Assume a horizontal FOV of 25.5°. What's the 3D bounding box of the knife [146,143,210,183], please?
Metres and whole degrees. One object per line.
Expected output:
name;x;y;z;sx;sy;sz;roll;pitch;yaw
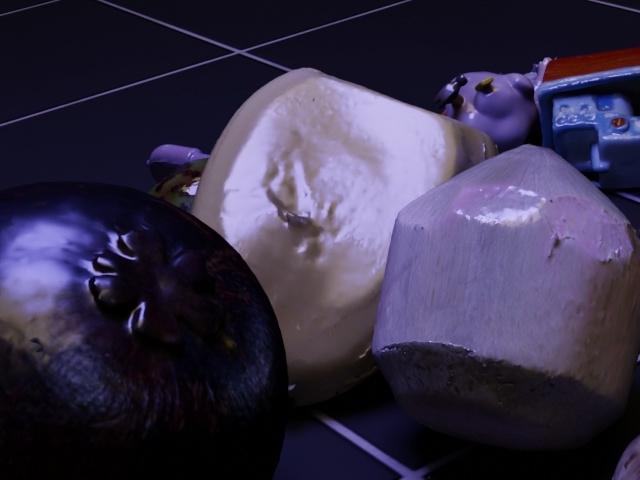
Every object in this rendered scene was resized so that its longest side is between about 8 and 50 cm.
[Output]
knife;-0.033;-0.054;1.485;0.399;0.132;0.038;10;51;35

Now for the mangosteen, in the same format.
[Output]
mangosteen;-0.177;0.115;0.986;0.330;0.330;0.330;-4;26;2

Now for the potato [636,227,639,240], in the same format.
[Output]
potato;0.393;-0.046;1.411;0.172;0.100;0.089;-5;21;8

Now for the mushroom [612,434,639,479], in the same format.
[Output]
mushroom;0.275;0.174;0.941;0.166;0.127;0.166;-10;22;4

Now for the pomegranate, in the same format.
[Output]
pomegranate;-0.104;-0.014;1.403;0.149;0.148;0.169;2;14;15

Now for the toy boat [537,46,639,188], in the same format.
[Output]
toy boat;0.406;-0.128;1.535;0.332;0.145;0.133;-3;48;11

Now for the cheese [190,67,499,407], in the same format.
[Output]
cheese;0.000;0.000;1.246;0.260;0.128;0.315;21;67;19

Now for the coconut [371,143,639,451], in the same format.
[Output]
coconut;0.153;0.041;1.097;0.224;0.224;0.234;12;70;31

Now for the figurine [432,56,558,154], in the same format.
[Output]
figurine;0.210;-0.150;1.651;0.229;0.112;0.137;-22;-4;-45
